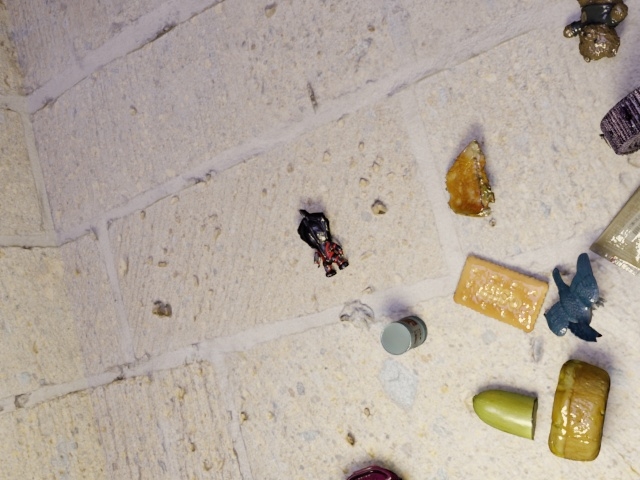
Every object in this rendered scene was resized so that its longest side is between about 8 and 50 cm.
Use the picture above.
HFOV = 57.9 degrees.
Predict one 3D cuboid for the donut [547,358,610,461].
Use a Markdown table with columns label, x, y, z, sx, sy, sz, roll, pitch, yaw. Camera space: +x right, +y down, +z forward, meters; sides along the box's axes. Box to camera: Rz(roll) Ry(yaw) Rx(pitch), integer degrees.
| label | x | y | z | sx | sy | sz | roll | pitch | yaw |
| --- | --- | --- | --- | --- | --- | --- | --- | --- | --- |
| donut | 0.677 | 0.450 | 1.516 | 0.128 | 0.208 | 0.261 | 9 | 100 | 28 |

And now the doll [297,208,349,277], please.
| label | x | y | z | sx | sy | sz | roll | pitch | yaw |
| --- | --- | --- | --- | --- | --- | --- | --- | --- | --- |
| doll | 0.000 | 0.001 | 1.951 | 0.127 | 0.088 | 0.249 | -34 | 84 | 4 |

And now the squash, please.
| label | x | y | z | sx | sy | sz | roll | pitch | yaw |
| --- | --- | --- | --- | --- | --- | --- | --- | --- | --- |
| squash | 0.523 | 0.486 | 1.650 | 0.186 | 0.123 | 0.123 | 11 | 96 | 27 |

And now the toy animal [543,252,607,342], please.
| label | x | y | z | sx | sy | sz | roll | pitch | yaw |
| --- | --- | --- | --- | --- | --- | --- | --- | --- | --- |
| toy animal | 0.670 | 0.163 | 1.522 | 0.255 | 0.176 | 0.239 | 56 | 134 | 43 |

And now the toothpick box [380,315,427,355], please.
| label | x | y | z | sx | sy | sz | roll | pitch | yaw |
| --- | --- | --- | --- | --- | --- | --- | --- | --- | --- |
| toothpick box | 0.258 | 0.289 | 1.769 | 0.101 | 0.153 | 0.101 | 0 | 91 | 28 |

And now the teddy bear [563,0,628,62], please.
| label | x | y | z | sx | sy | sz | roll | pitch | yaw |
| --- | --- | --- | --- | --- | --- | --- | --- | --- | --- |
| teddy bear | 0.730 | -0.603 | 1.519 | 0.129 | 0.182 | 0.251 | -15 | 100 | -11 |

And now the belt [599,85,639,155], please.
| label | x | y | z | sx | sy | sz | roll | pitch | yaw |
| --- | --- | --- | --- | --- | --- | --- | --- | --- | --- |
| belt | 0.808 | -0.313 | 1.367 | 0.260 | 0.325 | 0.122 | -25 | 75 | 8 |

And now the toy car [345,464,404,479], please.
| label | x | y | z | sx | sy | sz | roll | pitch | yaw |
| --- | --- | --- | --- | --- | --- | --- | --- | --- | --- |
| toy car | 0.210 | 0.888 | 1.786 | 0.271 | 0.240 | 0.341 | -28 | 50 | 24 |

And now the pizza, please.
| label | x | y | z | sx | sy | sz | roll | pitch | yaw |
| --- | --- | --- | --- | --- | --- | --- | --- | --- | --- |
| pizza | 0.443 | -0.174 | 1.715 | 0.147 | 0.069 | 0.226 | -18 | 78 | 49 |

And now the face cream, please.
| label | x | y | z | sx | sy | sz | roll | pitch | yaw |
| --- | --- | --- | --- | --- | --- | --- | --- | --- | --- |
| face cream | 0.849 | -0.084 | 1.492 | 0.137 | 0.084 | 0.341 | 35 | 115 | 26 |

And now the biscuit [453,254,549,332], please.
| label | x | y | z | sx | sy | sz | roll | pitch | yaw |
| --- | --- | --- | --- | --- | --- | --- | --- | --- | --- |
| biscuit | 0.520 | 0.153 | 1.687 | 0.249 | 0.030 | 0.160 | 23 | 102 | 30 |
